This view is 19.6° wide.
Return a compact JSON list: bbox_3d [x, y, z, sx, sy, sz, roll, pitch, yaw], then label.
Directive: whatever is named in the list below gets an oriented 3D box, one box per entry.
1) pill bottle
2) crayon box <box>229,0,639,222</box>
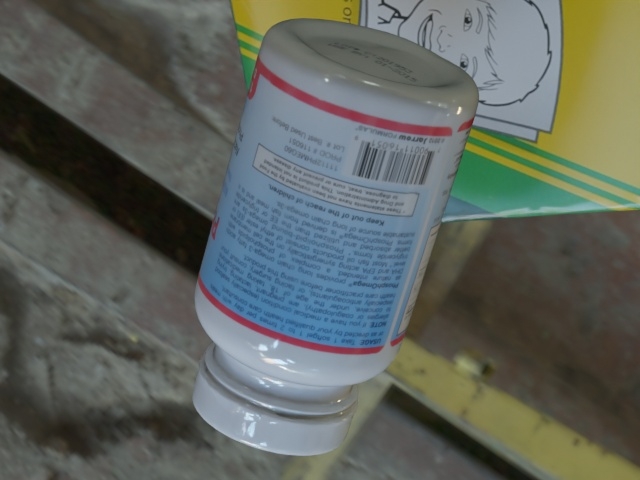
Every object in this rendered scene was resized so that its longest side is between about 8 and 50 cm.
[{"bbox_3d":[0.000,0.000,0.732,0.087,0.087,0.160,5,113,-30],"label":"pill bottle"},{"bbox_3d":[0.104,-0.196,0.836,0.106,0.313,0.363,-36,119,-61],"label":"crayon box"}]
